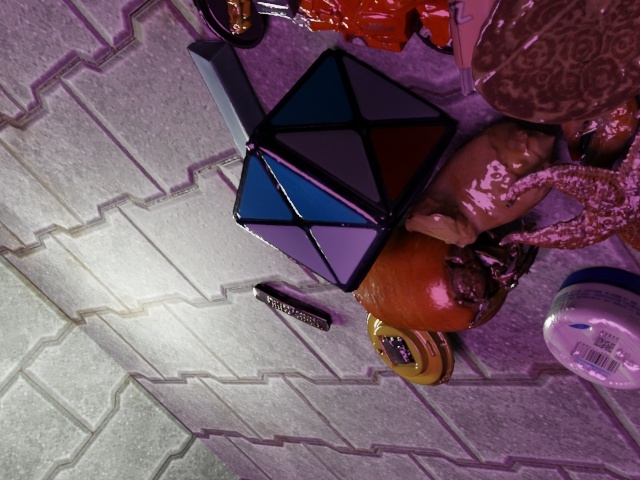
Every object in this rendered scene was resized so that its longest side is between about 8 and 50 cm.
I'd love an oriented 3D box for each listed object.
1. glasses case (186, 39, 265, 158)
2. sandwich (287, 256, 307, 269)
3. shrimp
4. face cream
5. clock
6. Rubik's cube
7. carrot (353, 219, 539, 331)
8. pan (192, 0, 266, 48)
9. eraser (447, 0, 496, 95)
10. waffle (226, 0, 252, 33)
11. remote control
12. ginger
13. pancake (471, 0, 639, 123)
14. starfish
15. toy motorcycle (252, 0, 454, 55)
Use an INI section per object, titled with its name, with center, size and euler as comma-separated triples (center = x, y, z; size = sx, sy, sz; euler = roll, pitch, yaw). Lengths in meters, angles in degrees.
[glasses case]
center = -0.147, -0.242, 1.499
size = 0.105, 0.056, 0.266
euler = 39, 160, 48
[sandwich]
center = 0.000, 0.000, 1.636
size = 0.258, 0.096, 0.094
euler = 28, 143, 8
[shrimp]
center = 0.371, -0.142, 1.117
size = 0.101, 0.042, 0.190
euler = 18, 141, 14
[face cream]
center = 0.476, 0.151, 1.353
size = 0.205, 0.111, 0.206
euler = 26, 147, 19
[clock]
center = 0.176, 0.220, 1.739
size = 0.237, 0.057, 0.237
euler = 31, 140, 30
[Rubik's cube]
center = 0.032, -0.106, 1.305
size = 0.246, 0.250, 0.248
euler = 32, 147, 6
[carrot]
center = 0.218, 0.062, 1.399
size = 0.214, 0.193, 0.331
euler = 50, 147, -17
[pan]
center = -0.188, -0.394, 1.340
size = 0.235, 0.028, 0.136
euler = 26, 147, 9
[eraser]
center = 0.220, -0.319, 0.941
size = 0.171, 0.087, 0.291
euler = -18, 135, 0
[waffle]
center = -0.122, -0.384, 1.174
size = 0.038, 0.191, 0.191
euler = -8, 142, -3
[remote control]
center = -0.068, 0.161, 1.981
size = 0.212, 0.028, 0.059
euler = 23, 143, 19
[ginger]
center = 0.245, -0.079, 1.228
size = 0.138, 0.152, 0.267
euler = 43, 116, -8
[pancake]
center = 0.298, -0.233, 0.954
size = 0.249, 0.031, 0.250
euler = -6, 133, -6
[starfish]
center = 0.416, -0.037, 1.120
size = 0.302, 0.060, 0.299
euler = 27, 129, -14
[toy motorcycle]
center = 0.048, -0.342, 1.071
size = 0.325, 0.148, 0.221
euler = 17, 154, 26
